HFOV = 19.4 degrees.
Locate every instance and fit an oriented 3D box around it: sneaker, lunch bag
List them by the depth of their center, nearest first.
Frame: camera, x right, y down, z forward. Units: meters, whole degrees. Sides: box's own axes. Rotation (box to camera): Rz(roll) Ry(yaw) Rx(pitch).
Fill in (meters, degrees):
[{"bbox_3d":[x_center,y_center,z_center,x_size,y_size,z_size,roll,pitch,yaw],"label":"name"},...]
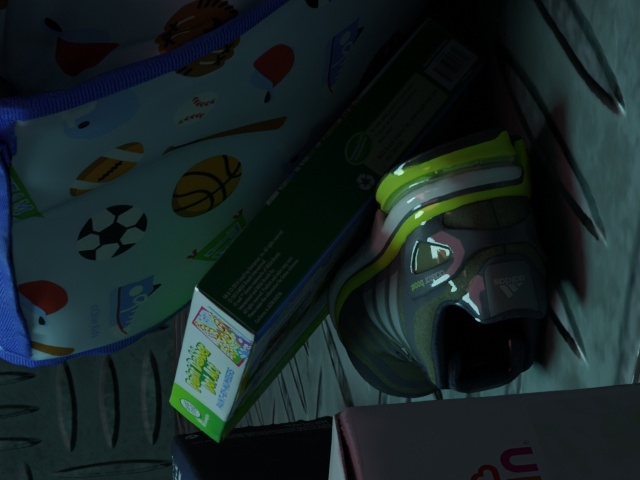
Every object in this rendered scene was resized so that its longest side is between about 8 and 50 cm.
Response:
[{"bbox_3d":[0.075,0.049,1.180,0.300,0.111,0.121,100,157,-65],"label":"sneaker"},{"bbox_3d":[-0.100,-0.129,1.203,0.385,0.239,0.328,-50,-15,-26],"label":"lunch bag"}]

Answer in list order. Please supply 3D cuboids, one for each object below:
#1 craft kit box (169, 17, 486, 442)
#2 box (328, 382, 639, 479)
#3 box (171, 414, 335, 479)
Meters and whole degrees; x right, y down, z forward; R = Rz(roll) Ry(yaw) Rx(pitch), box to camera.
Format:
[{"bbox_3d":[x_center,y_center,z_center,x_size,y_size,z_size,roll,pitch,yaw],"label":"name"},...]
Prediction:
[{"bbox_3d":[0.000,0.000,1.274,0.061,0.250,0.246,36,157,10],"label":"craft kit box"},{"bbox_3d":[0.115,0.173,0.644,0.127,0.231,0.262,-105,15,-45],"label":"box"},{"bbox_3d":[-0.025,0.331,1.656,0.294,0.182,0.296,-158,64,-77],"label":"box"}]
